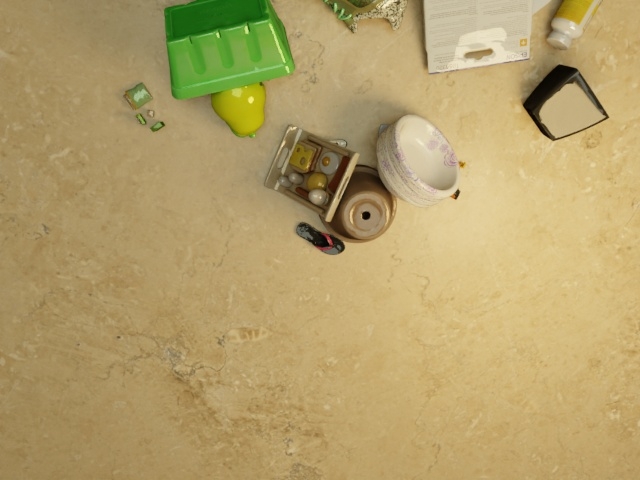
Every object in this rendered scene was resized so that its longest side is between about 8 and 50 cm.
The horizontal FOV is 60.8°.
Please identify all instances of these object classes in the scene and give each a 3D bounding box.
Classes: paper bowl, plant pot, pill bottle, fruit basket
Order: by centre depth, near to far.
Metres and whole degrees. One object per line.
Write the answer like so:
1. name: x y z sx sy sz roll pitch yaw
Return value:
1. fruit basket: -0.261 -0.508 1.624 0.391 0.283 0.392 -10 147 -6
2. pill bottle: 0.784 -0.693 1.693 0.103 0.103 0.184 27 100 -10
3. paper bowl: 0.290 -0.236 1.702 0.284 0.284 0.148 43 138 -12
4. plant pot: 0.126 -0.102 1.725 0.262 0.229 0.263 -1 103 -3
5. plant pot: 0.758 -0.422 1.726 0.167 0.187 0.188 -38 103 19

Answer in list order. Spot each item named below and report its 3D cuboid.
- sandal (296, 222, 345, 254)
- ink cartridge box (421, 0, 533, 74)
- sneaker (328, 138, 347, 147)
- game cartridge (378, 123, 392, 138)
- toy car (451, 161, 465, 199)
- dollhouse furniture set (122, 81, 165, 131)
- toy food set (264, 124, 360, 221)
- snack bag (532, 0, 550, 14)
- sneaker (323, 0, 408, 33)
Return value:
1. sandal: 0.000 0.000 1.836 0.179 0.040 0.067 27 100 -10
2. ink cartridge box: 0.472 -0.697 1.655 0.323 0.071 0.330 -7 123 4
3. sneaker: 0.034 -0.306 1.764 0.109 0.044 0.040 -7 102 -4
4. game cartridge: 0.216 -0.338 1.784 0.055 0.017 0.083 -2 104 -7
5. toy car: 0.456 -0.201 1.833 0.040 0.060 0.122 17 84 36
6. dollhouse furniture set: -0.546 -0.409 1.690 0.076 0.058 0.152 -31 104 3
7. toy food set: -0.036 -0.213 1.678 0.092 0.306 0.220 11 106 -51
8. snack bag: 0.621 -0.867 1.634 0.323 0.037 0.342 -37 114 12
9. sneaker: 0.079 -0.714 1.630 0.409 0.158 0.182 7 120 -1
